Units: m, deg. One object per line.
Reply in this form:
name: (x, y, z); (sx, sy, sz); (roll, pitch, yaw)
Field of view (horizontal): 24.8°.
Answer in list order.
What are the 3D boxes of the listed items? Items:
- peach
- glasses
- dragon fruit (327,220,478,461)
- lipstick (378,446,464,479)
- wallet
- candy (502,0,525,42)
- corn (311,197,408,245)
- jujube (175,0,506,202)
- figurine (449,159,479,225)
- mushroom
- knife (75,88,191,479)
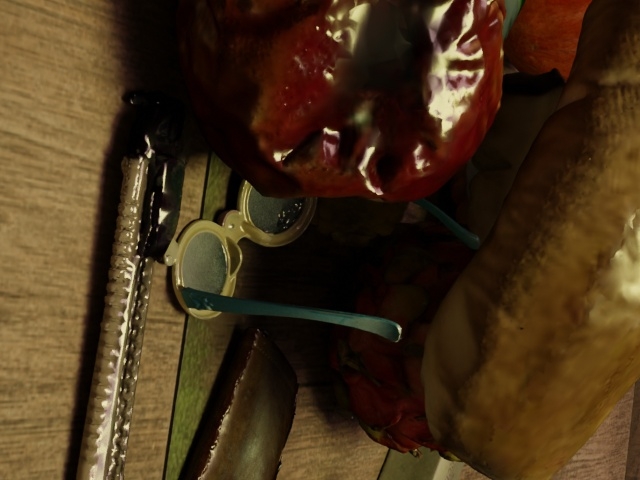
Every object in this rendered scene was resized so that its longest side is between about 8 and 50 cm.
peach: (0.339, -0.293, 1.751); (0.232, 0.256, 0.232); (-33, 128, -56)
glasses: (0.004, 0.024, 1.209); (0.189, 0.220, 0.088); (-45, 147, -36)
dragon fruit: (0.140, 0.098, 1.450); (0.291, 0.269, 0.250); (-6, 94, -69)
lipstick: (0.122, 0.240, 1.647); (0.317, 0.068, 0.066); (-65, 145, -33)
wallet: (-0.079, 0.217, 1.289); (0.137, 0.031, 0.255); (57, 47, -52)
candy: (0.134, -0.236, 1.439); (0.263, 0.172, 0.398); (117, -16, -75)
corn: (0.034, -0.173, 1.330); (0.120, 0.120, 0.363); (-15, 109, -61)
jujube: (0.026, -0.218, 1.131); (0.276, 0.276, 0.377); (-2, 96, -63)
figurine: (0.270, 0.035, 1.743); (0.382, 0.205, 0.224); (78, -5, -49)
mushroom: (0.241, 0.010, 1.233); (0.224, 0.313, 0.397); (28, 57, -14)
knife: (-0.142, 0.062, 1.120); (0.089, 0.043, 0.365); (15, 83, -62)
